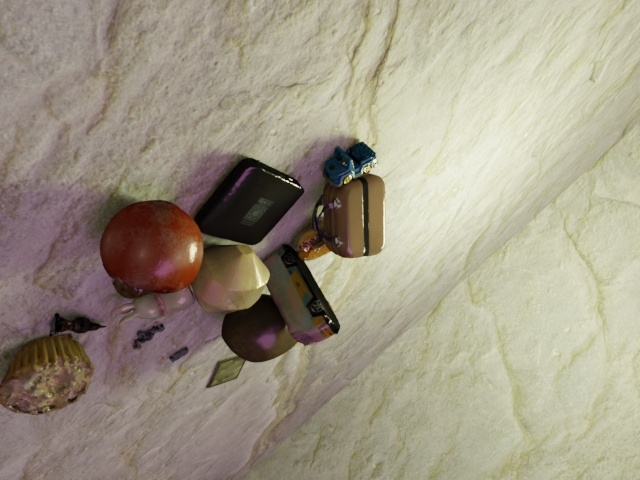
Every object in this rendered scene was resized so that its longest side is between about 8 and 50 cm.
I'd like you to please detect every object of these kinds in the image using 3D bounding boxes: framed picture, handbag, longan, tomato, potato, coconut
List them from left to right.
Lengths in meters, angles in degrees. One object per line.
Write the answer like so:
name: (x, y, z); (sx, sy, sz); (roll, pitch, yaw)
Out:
potato: (-0.546, 0.120, 1.483); (0.172, 0.089, 0.100); (-31, 147, -7)
tomato: (-0.441, 0.012, 1.291); (0.265, 0.265, 0.265); (-27, 148, -18)
framed picture: (-0.449, 0.632, 2.364); (0.173, 0.010, 0.231); (-8, 138, -41)
coconut: (-0.298, 0.117, 1.603); (0.259, 0.259, 0.259); (-27, 148, -18)
longan: (-0.229, 0.343, 1.935); (0.350, 0.288, 0.288); (11, 125, -49)
handbag: (0.097, -0.082, 1.720); (0.283, 0.149, 0.301); (-11, 110, -30)

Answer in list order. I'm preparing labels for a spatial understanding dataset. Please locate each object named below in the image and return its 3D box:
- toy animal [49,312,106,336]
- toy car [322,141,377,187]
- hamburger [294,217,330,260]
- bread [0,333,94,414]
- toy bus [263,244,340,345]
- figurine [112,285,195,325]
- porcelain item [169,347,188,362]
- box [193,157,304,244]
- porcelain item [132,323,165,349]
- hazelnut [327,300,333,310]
toy animal: (-0.746, 0.267, 1.499); (0.105, 0.070, 0.202); (1, 168, 21)
toy car: (0.098, -0.267, 1.623); (0.191, 0.097, 0.100); (-31, 144, -12)
hamburger: (0.000, 0.000, 1.866); (0.210, 0.116, 0.173); (-32, 151, -7)
bread: (-0.857, 0.424, 1.519); (0.274, 0.149, 0.274); (-22, 141, -18)
toy bus: (-0.084, 0.217, 1.814); (0.162, 0.386, 0.171); (-35, 149, 5)
figurine: (-0.537, 0.201, 1.573); (0.235, 0.127, 0.155); (-24, -176, -13)
porcelain item: (-0.578, 0.469, 1.990); (0.083, 0.028, 0.036); (-31, 166, -13)
box: (-0.219, -0.112, 1.528); (0.289, 0.073, 0.290); (-47, 149, 17)
porcelain item: (-0.639, 0.344, 1.761); (0.136, 0.021, 0.075); (-38, 146, 0)
hazelnut: (-0.045, 0.340, 2.232); (0.214, 0.176, 0.214); (-3, 148, -2)
